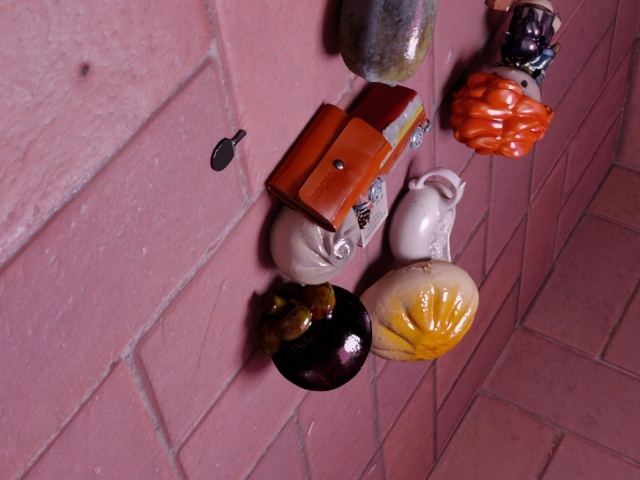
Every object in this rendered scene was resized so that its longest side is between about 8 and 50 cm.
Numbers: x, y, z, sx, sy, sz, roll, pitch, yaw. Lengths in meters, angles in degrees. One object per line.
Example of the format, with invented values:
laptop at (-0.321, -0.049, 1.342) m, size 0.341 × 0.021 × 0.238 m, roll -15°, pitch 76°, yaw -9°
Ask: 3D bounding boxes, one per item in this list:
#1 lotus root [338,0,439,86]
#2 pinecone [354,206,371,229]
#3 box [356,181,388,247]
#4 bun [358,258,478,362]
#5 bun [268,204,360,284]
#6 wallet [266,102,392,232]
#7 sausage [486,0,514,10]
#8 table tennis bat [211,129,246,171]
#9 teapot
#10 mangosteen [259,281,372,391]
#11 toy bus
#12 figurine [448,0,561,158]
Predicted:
lotus root at (0.120, -0.421, 1.647) m, size 0.140 × 0.158 × 0.322 m, roll -12°, pitch 116°, yaw -59°
pinecone at (0.063, -0.048, 1.958) m, size 0.077 × 0.077 × 0.083 m, roll -61°, pitch 167°, yaw -15°
box at (0.100, -0.082, 2.061) m, size 0.109 × 0.029 × 0.198 m, roll -54°, pitch 154°, yaw -28°
bun at (0.230, 0.181, 2.249) m, size 0.299 × 0.164 × 0.299 m, roll -18°, pitch 145°, yaw -13°
bun at (0.000, 0.000, 1.758) m, size 0.173 × 0.120 × 0.172 m, roll -20°, pitch 124°, yaw -33°
wallet at (0.018, -0.128, 1.714) m, size 0.204 × 0.142 × 0.045 m, roll -56°, pitch -179°, yaw -25°
sausage at (0.424, -0.608, 2.246) m, size 0.065 × 0.065 × 0.169 m, roll -23°, pitch 131°, yaw -58°
table tennis bat at (-0.141, -0.140, 1.523) m, size 0.083 × 0.007 × 0.050 m, roll -52°, pitch 152°, yaw -27°
teapot at (0.247, -0.042, 2.264) m, size 0.208 × 0.166 × 0.299 m, roll -33°, pitch 150°, yaw -35°
mangosteen at (-0.021, 0.161, 1.845) m, size 0.250 × 0.211 × 0.211 m, roll 42°, pitch 70°, yaw -33°
toy bus at (0.092, -0.182, 1.856) m, size 0.265 × 0.121 × 0.120 m, roll -52°, pitch 148°, yaw -28°
figurine at (0.453, -0.376, 2.309) m, size 0.306 × 0.241 × 0.411 m, roll 106°, pitch 10°, yaw -80°
